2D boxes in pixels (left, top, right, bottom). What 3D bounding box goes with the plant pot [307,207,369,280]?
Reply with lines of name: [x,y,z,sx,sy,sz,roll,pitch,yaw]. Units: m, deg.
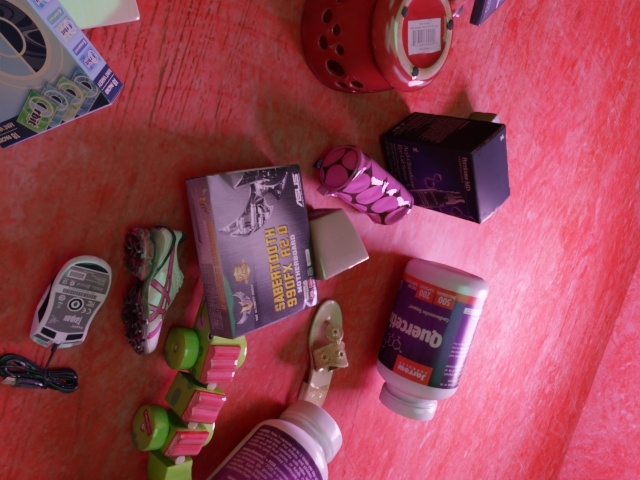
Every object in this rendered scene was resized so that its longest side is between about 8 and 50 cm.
plant pot: [0.000,0.000,0.887,0.109,0.109,0.096,-25,108,-35]

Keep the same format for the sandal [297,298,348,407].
sandal: [0.022,0.239,1.008,0.088,0.079,0.239,4,102,-44]

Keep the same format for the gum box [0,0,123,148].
gum box: [-0.312,-0.189,0.490,0.041,0.157,0.184,-84,152,-43]

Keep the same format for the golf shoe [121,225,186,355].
golf shoe: [-0.227,0.072,0.724,0.086,0.068,0.186,-3,107,-44]

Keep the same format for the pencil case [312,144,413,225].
pencil case: [0.084,-0.091,0.934,0.209,0.095,0.098,26,94,-47]

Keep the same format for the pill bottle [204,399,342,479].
pill bottle: [-0.092,0.421,0.890,0.301,0.169,0.169,-38,129,-45]

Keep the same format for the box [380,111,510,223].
box: [0.235,-0.142,0.970,0.108,0.207,0.153,-39,128,-26]

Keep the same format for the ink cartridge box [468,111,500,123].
ink cartridge box: [0.325,-0.173,1.145,0.209,0.062,0.109,-51,133,-16]

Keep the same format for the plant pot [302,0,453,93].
plant pot: [0.095,-0.325,0.800,0.191,0.174,0.191,-15,113,-39]

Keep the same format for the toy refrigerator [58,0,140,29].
toy refrigerator: [-0.277,-0.348,0.503,0.102,0.094,0.269,-26,120,-29]

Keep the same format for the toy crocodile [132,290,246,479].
toy crocodile: [-0.188,0.231,0.793,0.115,0.105,0.340,21,90,-45]

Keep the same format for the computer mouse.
computer mouse: [-0.328,0.102,0.662,0.106,0.042,0.193,25,94,-40]

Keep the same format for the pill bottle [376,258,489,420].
pill bottle: [0.232,0.212,1.120,0.182,0.182,0.322,10,98,-44]

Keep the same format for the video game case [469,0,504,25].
video game case: [0.363,-0.548,0.977,0.274,0.026,0.196,-47,153,-37]

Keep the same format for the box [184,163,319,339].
box: [-0.095,0.008,0.777,0.183,0.056,0.230,-15,100,-47]

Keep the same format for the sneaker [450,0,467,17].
sneaker: [0.236,-0.534,0.900,0.135,0.098,0.276,24,90,-47]
